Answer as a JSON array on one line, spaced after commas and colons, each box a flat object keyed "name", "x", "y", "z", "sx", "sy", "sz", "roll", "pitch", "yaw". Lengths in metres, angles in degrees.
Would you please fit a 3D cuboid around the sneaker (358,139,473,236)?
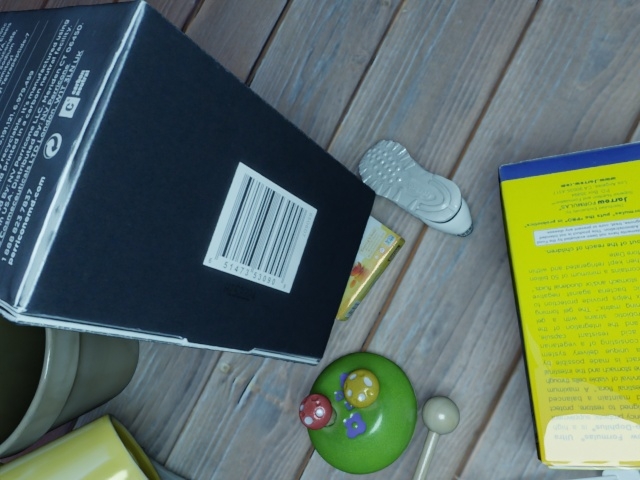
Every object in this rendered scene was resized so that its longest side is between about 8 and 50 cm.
[{"name": "sneaker", "x": 0.150, "y": -0.082, "z": 0.835, "sx": 0.090, "sy": 0.095, "sz": 0.235, "roll": -49, "pitch": 47, "yaw": 10}]

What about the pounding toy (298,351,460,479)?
[{"name": "pounding toy", "x": 0.060, "y": 0.252, "z": 0.743, "sx": 0.237, "sy": 0.110, "sz": 0.182, "roll": 23, "pitch": 76, "yaw": 38}]

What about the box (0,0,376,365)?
[{"name": "box", "x": -0.256, "y": -0.056, "z": 0.720, "sx": 0.472, "sy": 0.480, "sz": 0.297, "roll": 14, "pitch": 82, "yaw": 34}]

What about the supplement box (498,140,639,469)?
[{"name": "supplement box", "x": 0.347, "y": 0.088, "z": 0.632, "sx": 0.195, "sy": 0.194, "sz": 0.356, "roll": -8, "pitch": 67, "yaw": 19}]

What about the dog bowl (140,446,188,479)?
[{"name": "dog bowl", "x": -0.352, "y": 0.523, "z": 0.839, "sx": 0.349, "sy": 0.102, "sz": 0.348, "roll": -6, "pitch": 64, "yaw": 13}]

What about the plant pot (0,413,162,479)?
[{"name": "plant pot", "x": -0.361, "y": 0.388, "z": 0.724, "sx": 0.239, "sy": 0.254, "sz": 0.254, "roll": -36, "pitch": 65, "yaw": -22}]

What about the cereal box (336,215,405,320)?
[{"name": "cereal box", "x": 0.000, "y": 0.000, "z": 0.887, "sx": 0.240, "sy": 0.047, "sz": 0.173, "roll": 37, "pitch": 94, "yaw": 24}]

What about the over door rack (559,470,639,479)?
[{"name": "over door rack", "x": 0.287, "y": 0.432, "z": 0.653, "sx": 0.324, "sy": 0.108, "sz": 0.239, "roll": -17, "pitch": 74, "yaw": 16}]

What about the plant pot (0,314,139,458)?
[{"name": "plant pot", "x": -0.487, "y": 0.203, "z": 0.901, "sx": 0.323, "sy": 0.280, "sz": 0.322, "roll": -5, "pitch": 76, "yaw": 20}]
